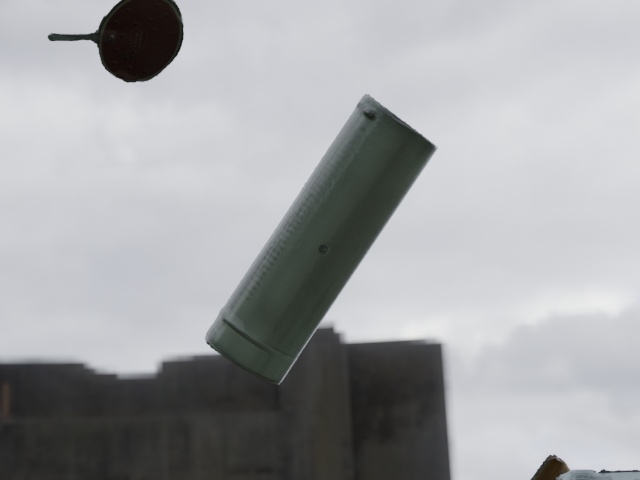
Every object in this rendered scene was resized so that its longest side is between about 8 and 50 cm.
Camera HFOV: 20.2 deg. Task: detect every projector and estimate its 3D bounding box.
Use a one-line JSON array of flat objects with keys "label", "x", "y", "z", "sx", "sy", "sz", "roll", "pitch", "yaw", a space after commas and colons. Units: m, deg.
[{"label": "projector", "x": 0.000, "y": 0.000, "z": 2.046, "sx": 0.108, "sy": 0.337, "sz": 0.108, "roll": 34, "pitch": 4, "yaw": -3}]

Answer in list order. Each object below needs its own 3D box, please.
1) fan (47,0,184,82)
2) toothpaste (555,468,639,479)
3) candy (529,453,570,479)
[{"label": "fan", "x": -0.173, "y": -0.173, "z": 1.528, "sx": 0.133, "sy": 0.085, "sz": 0.005, "roll": -6, "pitch": 28, "yaw": -36}, {"label": "toothpaste", "x": 0.356, "y": 0.222, "z": 1.407, "sx": 0.337, "sy": 0.081, "sz": 0.067, "roll": -2, "pitch": 9, "yaw": 0}, {"label": "candy", "x": 0.296, "y": 0.362, "z": 2.034, "sx": 0.271, "sy": 0.143, "sz": 0.101, "roll": 44, "pitch": -25, "yaw": -29}]
